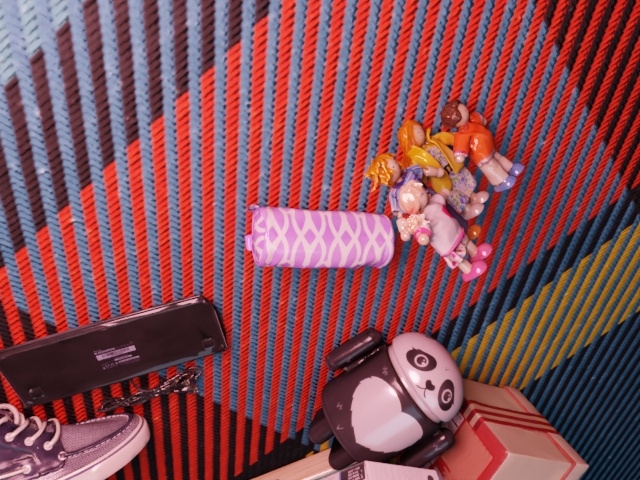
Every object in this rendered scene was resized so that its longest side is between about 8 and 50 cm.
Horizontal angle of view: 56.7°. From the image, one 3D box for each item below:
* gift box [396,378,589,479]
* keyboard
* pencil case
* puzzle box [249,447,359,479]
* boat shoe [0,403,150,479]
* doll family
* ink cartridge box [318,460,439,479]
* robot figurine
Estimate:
[{"bbox_3d":[0.328,0.449,1.194,0.258,0.255,0.276,18,114,-28],"label":"gift box"},{"bbox_3d":[-0.298,0.188,0.902,0.317,0.033,0.201,-15,128,-7],"label":"keyboard"},{"bbox_3d":[0.000,0.000,0.823,0.206,0.086,0.088,3,160,-19],"label":"pencil case"},{"bbox_3d":[-0.074,0.588,1.289,0.409,0.052,0.272,-20,131,-4],"label":"puzzle box"},{"bbox_3d":[-0.440,0.307,0.890,0.340,0.127,0.158,-21,107,-26],"label":"boat shoe"},{"bbox_3d":[0.140,-0.067,0.753,0.163,0.263,0.118,43,141,-15],"label":"doll family"},{"bbox_3d":[0.103,0.443,1.038,0.208,0.045,0.206,21,138,-26],"label":"ink cartridge box"},{"bbox_3d":[0.113,0.280,1.026,0.278,0.173,0.209,-36,130,12],"label":"robot figurine"}]
